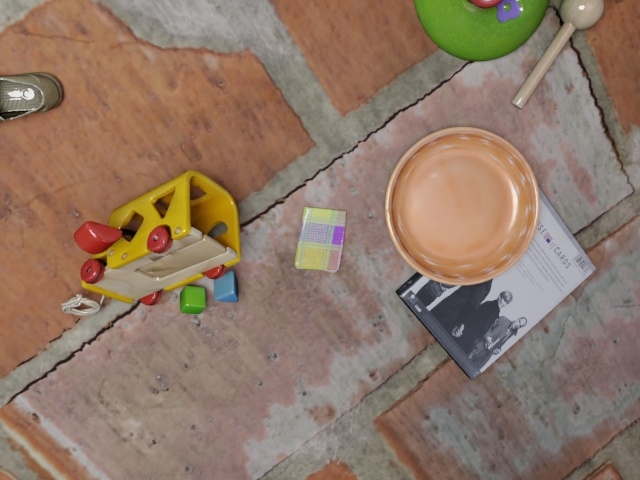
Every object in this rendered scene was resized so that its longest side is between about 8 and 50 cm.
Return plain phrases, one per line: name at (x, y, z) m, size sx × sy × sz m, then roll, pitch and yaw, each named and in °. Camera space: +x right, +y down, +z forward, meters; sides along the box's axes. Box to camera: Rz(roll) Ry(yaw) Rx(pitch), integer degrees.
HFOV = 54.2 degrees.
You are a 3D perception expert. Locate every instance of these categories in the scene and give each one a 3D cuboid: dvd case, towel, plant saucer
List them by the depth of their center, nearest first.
towel at (0.000, 0.000, 0.800) m, size 0.060 × 0.009 × 0.083 m, roll 5°, pitch 101°, yaw -14°
plant saucer at (0.178, -0.043, 0.801) m, size 0.200 × 0.037 × 0.200 m, roll 0°, pitch 93°, yaw -4°
dvd case at (0.246, 0.055, 0.864) m, size 0.238 × 0.029 × 0.179 m, roll -42°, pitch 109°, yaw -2°

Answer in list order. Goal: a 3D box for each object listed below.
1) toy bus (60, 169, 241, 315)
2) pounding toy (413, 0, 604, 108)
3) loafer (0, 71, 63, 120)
toy bus at (-0.188, 0.000, 0.702) m, size 0.202 × 0.191 × 0.104 m, roll 1°, pitch 60°, yaw -15°
pounding toy at (0.230, -0.289, 0.732) m, size 0.237 × 0.110 × 0.183 m, roll 35°, pitch 94°, yaw -19°
loafer at (-0.350, -0.148, 0.654) m, size 0.148 × 0.050 × 0.056 m, roll -16°, pitch 107°, yaw -10°
